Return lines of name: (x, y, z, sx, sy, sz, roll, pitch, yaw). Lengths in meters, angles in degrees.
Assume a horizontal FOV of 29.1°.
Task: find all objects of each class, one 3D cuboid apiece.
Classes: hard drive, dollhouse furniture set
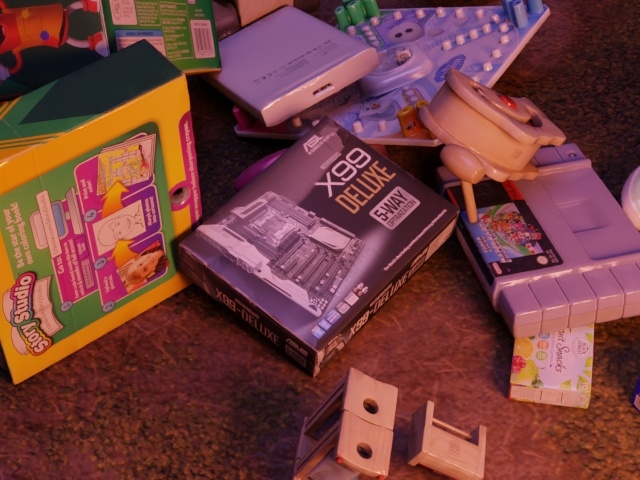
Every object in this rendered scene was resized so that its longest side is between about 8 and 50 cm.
hard drive: (-0.063, -0.283, 1.953, 0.203, 0.040, 0.307, -30, 31, -12)
dollhouse furniture set: (0.078, 0.264, 1.432, 0.184, 0.129, 0.129, 25, 44, -13)

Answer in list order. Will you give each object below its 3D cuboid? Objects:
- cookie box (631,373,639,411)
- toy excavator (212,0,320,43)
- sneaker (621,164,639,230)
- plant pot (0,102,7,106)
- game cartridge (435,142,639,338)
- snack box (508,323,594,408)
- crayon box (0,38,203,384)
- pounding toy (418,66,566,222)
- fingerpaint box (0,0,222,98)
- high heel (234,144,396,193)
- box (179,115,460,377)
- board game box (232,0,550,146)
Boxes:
cookie box: (0.442, 0.165, 1.508, 0.107, 0.092, 0.040, -20, 50, -18)
toy excavator: (-0.197, -0.615, 2.105, 0.222, 0.445, 0.433, -24, 47, -21)
sneaker: (0.535, -0.109, 1.727, 0.256, 0.151, 0.094, -33, 84, -32)
plant pot: (-0.632, -0.284, 1.982, 0.188, 0.205, 0.205, -10, 42, 15)
game cartridge: (0.309, -0.012, 1.697, 0.230, 0.068, 0.355, -7, 37, -10)
snack box: (0.296, 0.146, 1.574, 0.100, 0.037, 0.141, 6, 43, 9)
crayon box: (-0.309, -0.031, 1.560, 0.313, 0.363, 0.106, -30, 53, -25)
pounding toy: (0.206, -0.130, 1.686, 0.154, 0.155, 0.269, 44, 23, 21)
fingerpaint box: (-0.393, -0.292, 1.782, 0.371, 0.163, 0.445, -6, 8, 15)
high heel: (0.002, -0.075, 1.804, 0.244, 0.082, 0.117, -8, 48, -15)
box: (0.000, 0.000, 1.665, 0.242, 0.076, 0.307, 38, 61, 18)
board game box: (0.108, -0.283, 1.941, 0.390, 0.050, 0.390, 6, 42, 36)
